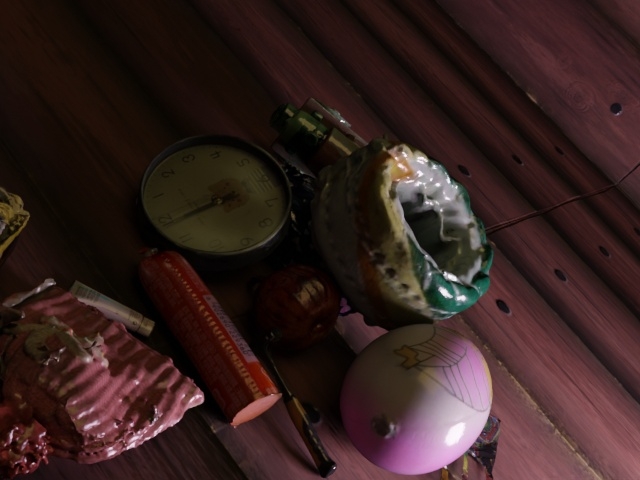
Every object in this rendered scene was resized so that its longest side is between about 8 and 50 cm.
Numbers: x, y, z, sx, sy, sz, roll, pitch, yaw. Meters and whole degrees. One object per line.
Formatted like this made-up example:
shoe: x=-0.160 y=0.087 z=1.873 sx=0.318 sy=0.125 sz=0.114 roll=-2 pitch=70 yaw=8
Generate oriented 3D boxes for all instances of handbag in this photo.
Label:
handbag: x=0.000 y=0.000 z=1.394 sx=0.260 sy=0.113 sz=0.162 roll=42 pitch=39 yaw=-2

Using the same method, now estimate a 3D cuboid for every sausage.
sausage: x=-0.155 y=0.108 z=1.123 sx=0.074 sy=0.074 sz=0.274 roll=-10 pitch=57 yaw=-52

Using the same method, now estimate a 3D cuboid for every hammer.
hammer: x=-0.038 y=0.214 z=1.133 sx=0.021 sy=0.078 sz=0.201 roll=-14 pitch=71 yaw=-52

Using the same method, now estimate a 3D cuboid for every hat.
hat: x=-0.267 y=0.146 z=0.915 sx=0.237 sy=0.107 sz=0.286 roll=33 pitch=25 yaw=8

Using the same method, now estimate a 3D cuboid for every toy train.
toy train: x=0.043 y=-0.129 z=1.523 sx=0.304 sy=0.150 sz=0.221 roll=36 pitch=6 yaw=-10

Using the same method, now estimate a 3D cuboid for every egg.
egg: x=0.140 y=0.208 z=1.195 sx=0.271 sy=0.196 sz=0.196 roll=-14 pitch=60 yaw=-48

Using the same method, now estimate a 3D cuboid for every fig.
fig: x=-0.034 y=0.085 z=1.241 sx=0.128 sy=0.128 sz=0.150 roll=25 pitch=28 yaw=-23

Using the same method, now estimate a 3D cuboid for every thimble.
thimble: x=0.118 y=-0.009 z=1.296 sx=0.288 sy=0.167 sz=0.254 roll=54 pitch=35 yaw=-14

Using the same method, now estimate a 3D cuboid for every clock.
clock: x=-0.151 y=-0.059 z=1.266 sx=0.226 sy=0.049 sz=0.226 roll=5 pitch=54 yaw=-7

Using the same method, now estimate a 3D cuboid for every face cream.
face cream: x=-0.260 y=0.085 z=1.087 sx=0.115 sy=0.020 sz=0.038 roll=30 pitch=33 yaw=-15

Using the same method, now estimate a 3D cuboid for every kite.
kite: x=0.220 y=0.319 z=1.313 sx=0.152 sy=0.015 sz=0.285 roll=32 pitch=31 yaw=-13

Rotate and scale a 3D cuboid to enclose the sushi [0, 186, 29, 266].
sushi: x=-0.411 y=0.027 z=0.896 sx=0.139 sy=0.131 sz=0.291 roll=34 pitch=39 yaw=-14
